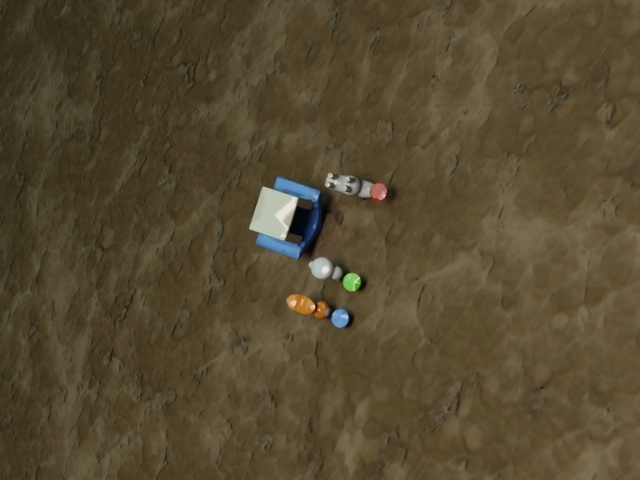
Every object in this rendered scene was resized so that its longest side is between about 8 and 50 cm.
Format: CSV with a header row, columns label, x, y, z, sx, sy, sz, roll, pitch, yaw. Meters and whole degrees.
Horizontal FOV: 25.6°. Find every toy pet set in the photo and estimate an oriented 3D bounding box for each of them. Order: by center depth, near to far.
label,x,y,z,sx,sy,sz,roll,pitch,yaw
toy pet set,0.000,0.000,1.180,0.114,0.065,0.122,19,92,21
